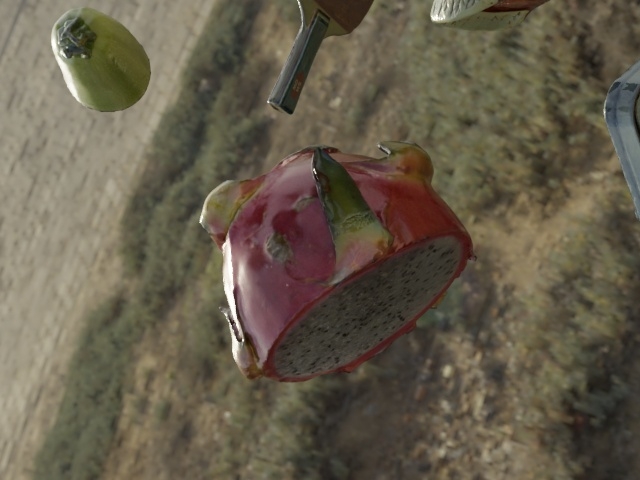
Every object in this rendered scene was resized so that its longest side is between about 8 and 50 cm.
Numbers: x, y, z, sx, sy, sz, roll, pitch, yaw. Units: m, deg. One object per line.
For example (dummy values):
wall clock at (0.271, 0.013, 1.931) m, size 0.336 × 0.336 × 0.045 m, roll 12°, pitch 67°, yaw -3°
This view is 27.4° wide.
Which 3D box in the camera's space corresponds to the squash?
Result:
squash at (-0.227, -0.185, 1.304) m, size 0.224 × 0.094 × 0.094 m, roll 118°, pitch 172°, yaw -88°

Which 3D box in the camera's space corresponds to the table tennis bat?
table tennis bat at (0.010, -0.262, 1.391) m, size 0.021 × 0.154 × 0.274 m, roll 20°, pitch 84°, yaw 34°

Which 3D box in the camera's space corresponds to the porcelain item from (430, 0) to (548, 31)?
porcelain item at (0.181, -0.370, 1.552) m, size 0.253 × 0.253 × 0.253 m, roll -42°, pitch 37°, yaw 42°

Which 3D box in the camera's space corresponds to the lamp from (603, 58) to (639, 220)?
lamp at (0.366, -0.077, 1.143) m, size 0.266 × 0.269 × 0.047 m, roll -40°, pitch 28°, yaw -30°

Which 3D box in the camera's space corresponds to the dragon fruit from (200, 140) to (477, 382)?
dragon fruit at (0.000, 0.000, 1.473) m, size 0.305 × 0.305 × 0.225 m, roll -49°, pitch 61°, yaw 33°

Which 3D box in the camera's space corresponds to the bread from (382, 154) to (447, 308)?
bread at (-0.001, 0.009, 1.899) m, size 0.315 × 0.248 × 0.279 m, roll 10°, pitch 116°, yaw 53°
